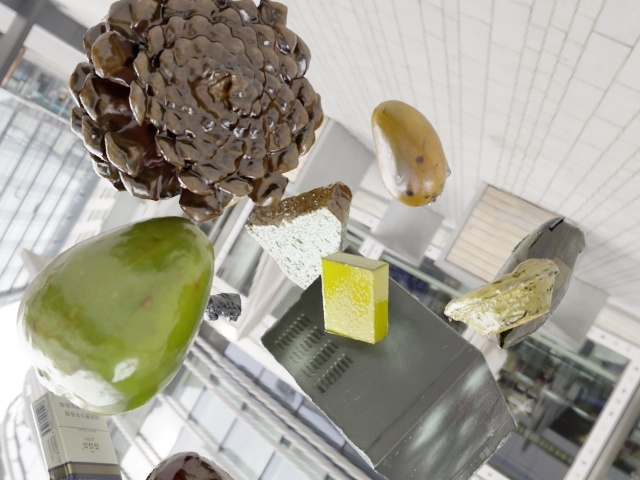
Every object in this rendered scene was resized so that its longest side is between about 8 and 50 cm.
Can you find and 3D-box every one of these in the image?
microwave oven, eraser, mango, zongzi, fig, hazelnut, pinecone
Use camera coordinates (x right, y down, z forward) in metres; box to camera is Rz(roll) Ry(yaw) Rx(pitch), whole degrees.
[{"bbox_3d":[0.133,0.260,1.242,0.374,0.236,0.432,41,172,37],"label":"microwave oven"},{"bbox_3d":[0.051,0.086,1.031,0.097,0.122,0.045,12,-157,34],"label":"eraser"},{"bbox_3d":[0.142,-0.139,1.093,0.115,0.177,0.090,-1,-164,46],"label":"mango"},{"bbox_3d":[0.646,0.125,2.042,0.208,0.403,0.432,34,-164,9],"label":"zongzi"},{"bbox_3d":[-0.300,0.099,1.052,0.258,0.326,0.258,33,163,11],"label":"fig"},{"bbox_3d":[-0.225,0.473,1.215,0.201,0.170,0.160,46,150,16],"label":"hazelnut"},{"bbox_3d":[-0.210,-0.204,1.051,0.385,0.384,0.384,29,180,0],"label":"pinecone"}]

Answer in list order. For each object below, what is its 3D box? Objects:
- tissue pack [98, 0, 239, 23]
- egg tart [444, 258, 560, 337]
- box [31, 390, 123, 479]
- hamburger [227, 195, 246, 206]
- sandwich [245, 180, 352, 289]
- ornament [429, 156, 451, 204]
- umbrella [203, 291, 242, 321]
[{"bbox_3d":[-0.265,-0.412,1.524,0.380,0.297,0.207,43,164,-18],"label":"tissue pack"},{"bbox_3d":[0.491,0.162,1.793,0.132,0.342,0.341,67,-168,16],"label":"egg tart"},{"bbox_3d":[-0.540,0.470,1.532,0.168,0.071,0.259,36,-157,-56],"label":"box"},{"bbox_3d":[-0.223,-0.212,1.734,0.209,0.330,0.162,42,178,31],"label":"hamburger"},{"bbox_3d":[0.002,-0.004,1.544,0.289,0.099,0.254,-15,126,43],"label":"sandwich"},{"bbox_3d":[0.217,-0.151,1.491,0.130,0.121,0.285,60,-178,9],"label":"ornament"},{"bbox_3d":[-0.297,0.162,1.748,0.071,0.080,0.224,-15,159,32],"label":"umbrella"}]
